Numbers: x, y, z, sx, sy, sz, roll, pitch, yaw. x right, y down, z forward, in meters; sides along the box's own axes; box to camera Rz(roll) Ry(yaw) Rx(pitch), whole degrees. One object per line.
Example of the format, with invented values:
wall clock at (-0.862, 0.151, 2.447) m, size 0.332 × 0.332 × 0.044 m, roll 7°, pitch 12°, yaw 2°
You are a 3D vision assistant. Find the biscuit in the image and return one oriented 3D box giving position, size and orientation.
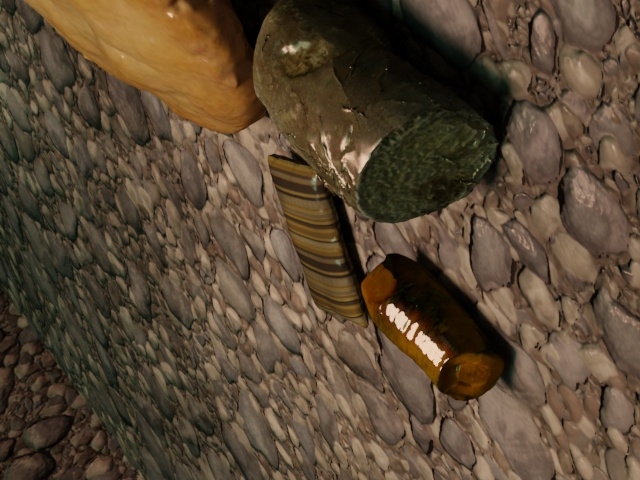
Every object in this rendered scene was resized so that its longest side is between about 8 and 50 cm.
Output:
biscuit at (-0.239, -0.274, 1.888) m, size 0.446 × 0.104 × 0.429 m, roll 34°, pitch 165°, yaw 30°

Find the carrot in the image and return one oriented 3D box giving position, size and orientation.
carrot at (0.109, 0.087, 1.694) m, size 0.173 × 0.082 × 0.082 m, roll 51°, pitch 155°, yaw 39°

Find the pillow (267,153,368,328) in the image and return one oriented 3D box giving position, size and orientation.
pillow at (0.000, 0.000, 1.909) m, size 0.113 × 0.038 × 0.203 m, roll 22°, pitch 134°, yaw 56°

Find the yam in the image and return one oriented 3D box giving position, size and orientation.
yam at (0.039, -0.119, 1.548) m, size 0.254 × 0.154 × 0.154 m, roll 43°, pitch 150°, yaw 40°
